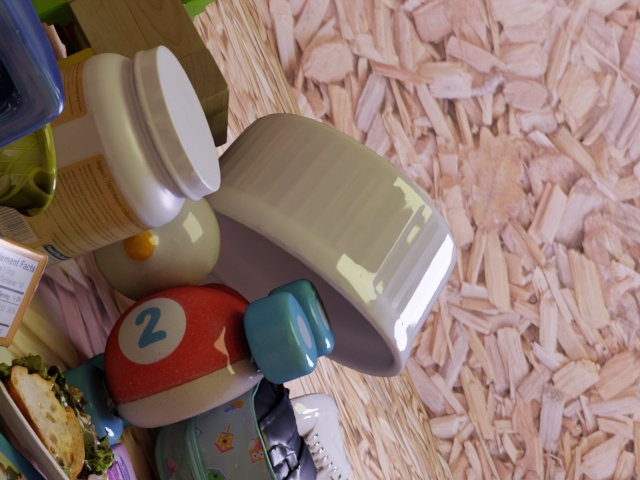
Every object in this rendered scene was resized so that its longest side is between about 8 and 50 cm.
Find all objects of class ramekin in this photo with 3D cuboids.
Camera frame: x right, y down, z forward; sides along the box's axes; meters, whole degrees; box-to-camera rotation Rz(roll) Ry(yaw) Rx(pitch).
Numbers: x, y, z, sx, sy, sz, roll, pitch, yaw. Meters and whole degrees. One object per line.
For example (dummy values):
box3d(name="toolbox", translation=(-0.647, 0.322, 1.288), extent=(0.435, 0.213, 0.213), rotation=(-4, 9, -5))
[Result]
box3d(name="ramekin", translation=(0.000, 0.000, 1.403), extent=(0.277, 0.135, 0.277), rotation=(33, -17, 12))

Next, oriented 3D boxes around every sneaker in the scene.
box3d(name="sneaker", translation=(-0.008, 0.276, 1.832), extent=(0.290, 0.106, 0.123), rotation=(53, 17, -67))

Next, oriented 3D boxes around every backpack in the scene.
box3d(name="backpack", translation=(-0.080, 0.221, 1.382), extent=(0.188, 0.144, 0.166), rotation=(-123, -164, -82))

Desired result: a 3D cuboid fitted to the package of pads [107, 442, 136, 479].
box3d(name="package of pads", translation=(-0.180, 0.202, 1.191), extent=(0.083, 0.032, 0.050), rotation=(-16, 83, -81))

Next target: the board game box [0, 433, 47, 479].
box3d(name="board game box", translation=(-0.207, 0.217, 0.937), extent=(0.210, 0.047, 0.160), rotation=(62, 12, -46))

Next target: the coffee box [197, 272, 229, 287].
box3d(name="coffee box", translation=(-0.115, 0.101, 1.586), extent=(0.246, 0.098, 0.141), rotation=(-96, 162, -57))

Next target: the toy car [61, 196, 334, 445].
box3d(name="toy car", translation=(-0.136, 0.029, 1.227), extent=(0.210, 0.219, 0.238), rotation=(-26, 95, -81))

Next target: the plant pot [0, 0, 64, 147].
box3d(name="plant pot", translation=(-0.285, -0.154, 0.719), extent=(0.212, 0.236, 0.236), rotation=(-110, 174, -53))

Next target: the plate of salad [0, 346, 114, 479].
box3d(name="plate of salad", translation=(-0.192, 0.133, 1.054), extent=(0.200, 0.048, 0.200), rotation=(53, -6, 8))

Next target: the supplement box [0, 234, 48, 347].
box3d(name="supplement box", translation=(-0.259, 0.011, 0.891), extent=(0.080, 0.078, 0.233), rotation=(-66, 165, -6))

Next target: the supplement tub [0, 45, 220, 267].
box3d(name="supplement tub", translation=(-0.194, -0.062, 1.127), extent=(0.144, 0.199, 0.144), rotation=(-19, 90, -81))

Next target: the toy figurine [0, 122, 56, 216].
box3d(name="toy figurine", translation=(-0.328, -0.174, 0.939), extent=(0.217, 0.191, 0.363), rotation=(-12, 89, -51))

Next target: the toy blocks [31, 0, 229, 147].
box3d(name="toy blocks", translation=(-0.203, -0.204, 1.459), extent=(0.381, 0.190, 0.261), rotation=(62, -12, 12))
